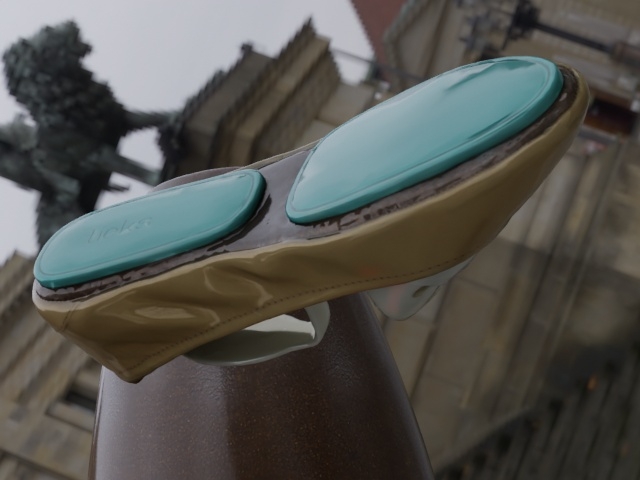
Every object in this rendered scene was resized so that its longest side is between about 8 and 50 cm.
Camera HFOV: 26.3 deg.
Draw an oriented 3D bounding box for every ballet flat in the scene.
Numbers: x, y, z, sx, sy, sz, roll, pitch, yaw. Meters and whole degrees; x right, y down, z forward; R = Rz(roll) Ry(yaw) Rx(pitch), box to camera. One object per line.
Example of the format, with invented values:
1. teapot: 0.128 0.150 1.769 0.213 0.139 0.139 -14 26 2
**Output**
1. ballet flat: 0.000 0.000 0.489 0.073 0.232 0.080 56 -143 -26

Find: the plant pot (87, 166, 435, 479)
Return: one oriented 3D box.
1. plant pot: -0.046 0.081 0.824 0.215 0.215 0.230 77 -176 -74
